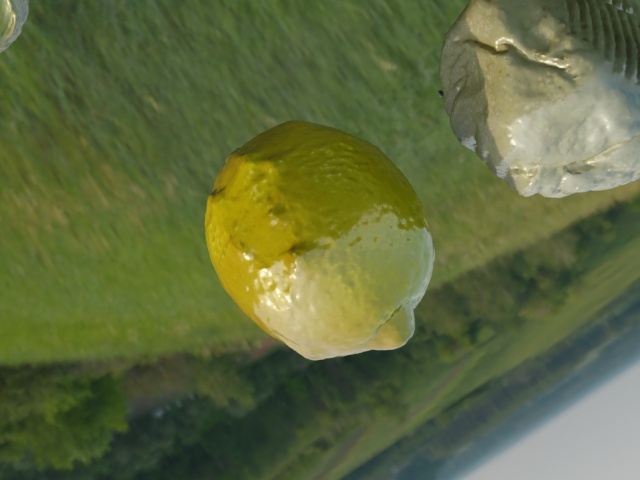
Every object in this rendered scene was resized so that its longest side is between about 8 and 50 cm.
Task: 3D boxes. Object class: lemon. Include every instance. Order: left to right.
[{"bbox_3d":[0.000,0.000,1.271,0.233,0.288,0.233,-34,160,-14],"label":"lemon"}]

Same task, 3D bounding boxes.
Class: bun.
[{"bbox_3d":[0.248,-0.161,1.270,0.281,0.281,0.205,-18,151,-50],"label":"bun"}]

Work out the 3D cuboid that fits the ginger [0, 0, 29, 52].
[{"bbox_3d":[-0.478,-0.274,1.381,0.275,0.221,0.130,-13,116,-39],"label":"ginger"}]
